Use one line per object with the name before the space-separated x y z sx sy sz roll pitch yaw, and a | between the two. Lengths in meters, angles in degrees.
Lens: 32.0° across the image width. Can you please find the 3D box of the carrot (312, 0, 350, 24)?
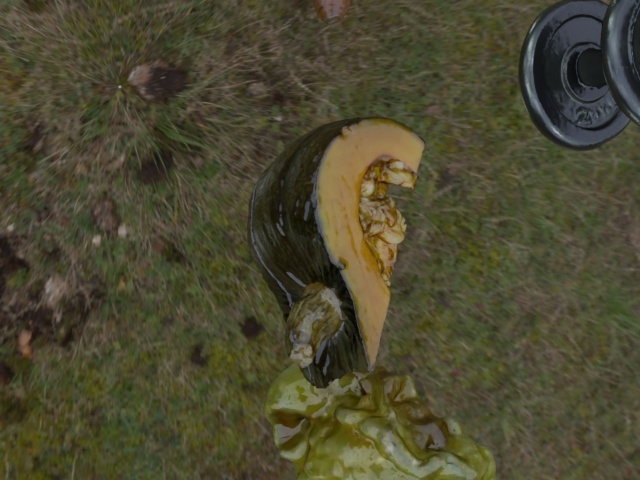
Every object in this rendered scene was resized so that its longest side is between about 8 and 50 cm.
carrot | 0.004 -0.362 1.330 0.048 0.048 0.216 -6 81 -9

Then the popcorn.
popcorn | 0.079 0.251 1.208 0.173 0.225 0.286 -41 113 -39

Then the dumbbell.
dumbbell | 0.355 -0.207 1.309 0.192 0.290 0.192 0 89 -30

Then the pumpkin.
pumpkin | -0.003 0.004 1.017 0.126 0.131 0.248 18 75 -35
